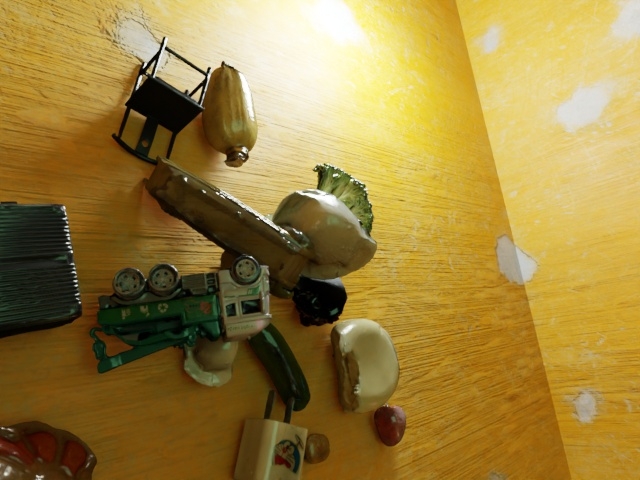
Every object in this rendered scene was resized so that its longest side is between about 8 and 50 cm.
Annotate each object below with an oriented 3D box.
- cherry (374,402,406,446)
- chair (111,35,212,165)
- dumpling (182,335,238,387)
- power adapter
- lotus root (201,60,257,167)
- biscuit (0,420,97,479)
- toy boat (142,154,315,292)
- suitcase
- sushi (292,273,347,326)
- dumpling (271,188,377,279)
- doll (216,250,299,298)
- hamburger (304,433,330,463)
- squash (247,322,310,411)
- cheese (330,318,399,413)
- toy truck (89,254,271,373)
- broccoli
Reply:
[{"bbox_3d":[0.217,0.554,1.440,0.106,0.087,0.126,-21,87,-43],"label":"cherry"},{"bbox_3d":[-0.377,-0.329,1.142,0.154,0.141,0.260,27,55,-35],"label":"chair"},{"bbox_3d":[-0.253,0.238,1.083,0.127,0.108,0.188,5,84,-18],"label":"dumpling"},{"bbox_3d":[-0.109,0.464,1.117,0.130,0.125,0.205,29,57,-34],"label":"power adapter"},{"bbox_3d":[-0.246,-0.335,1.279,0.146,0.131,0.304,-3,75,-22],"label":"lotus root"},{"bbox_3d":[-0.440,0.443,0.707,0.381,0.074,0.359,37,21,-44],"label":"biscuit"},{"bbox_3d":[-0.215,-0.052,1.117,0.445,0.162,0.136,33,94,-5],"label":"toy boat"},{"bbox_3d":[-0.588,0.058,0.769,0.335,0.152,0.230,-5,80,-46],"label":"suitcase"},{"bbox_3d":[-0.008,0.159,1.318,0.153,0.150,0.172,-27,55,-37],"label":"sushi"},{"bbox_3d":[-0.002,0.000,1.220,0.243,0.227,0.175,43,17,13],"label":"dumpling"},{"bbox_3d":[-0.153,0.075,1.199,0.209,0.097,0.137,20,71,-6],"label":"doll"},{"bbox_3d":[-0.011,0.547,1.246,0.083,0.044,0.076,1,74,-42],"label":"hamburger"},{"bbox_3d":[-0.119,0.291,1.207,0.087,0.087,0.332,-39,102,-46],"label":"squash"},{"bbox_3d":[0.118,0.362,1.386,0.233,0.127,0.266,-2,75,-45],"label":"cheese"},{"bbox_3d":[-0.279,0.143,0.976,0.363,0.176,0.178,-9,76,-19],"label":"toy truck"},{"bbox_3d":[-0.005,-0.053,1.380,0.252,0.221,0.361,49,57,-11],"label":"broccoli"}]
